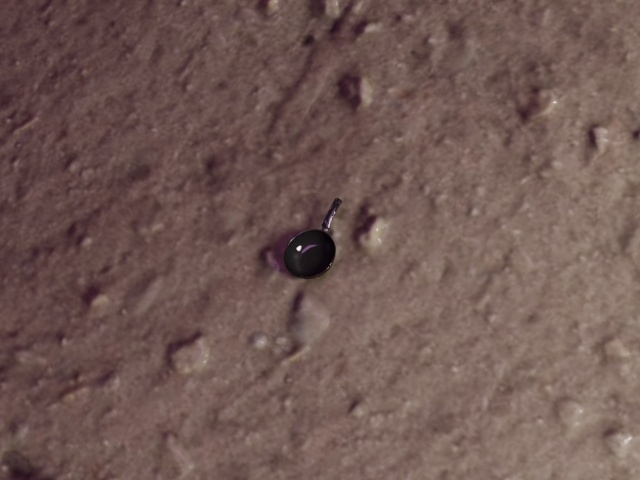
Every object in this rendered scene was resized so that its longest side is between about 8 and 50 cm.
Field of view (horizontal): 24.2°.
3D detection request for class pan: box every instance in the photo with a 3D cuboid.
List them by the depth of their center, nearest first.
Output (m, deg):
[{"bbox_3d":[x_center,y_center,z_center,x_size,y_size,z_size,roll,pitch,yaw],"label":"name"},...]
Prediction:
[{"bbox_3d":[0.000,0.000,1.888,0.068,0.023,0.115,23,75,27],"label":"pan"}]
